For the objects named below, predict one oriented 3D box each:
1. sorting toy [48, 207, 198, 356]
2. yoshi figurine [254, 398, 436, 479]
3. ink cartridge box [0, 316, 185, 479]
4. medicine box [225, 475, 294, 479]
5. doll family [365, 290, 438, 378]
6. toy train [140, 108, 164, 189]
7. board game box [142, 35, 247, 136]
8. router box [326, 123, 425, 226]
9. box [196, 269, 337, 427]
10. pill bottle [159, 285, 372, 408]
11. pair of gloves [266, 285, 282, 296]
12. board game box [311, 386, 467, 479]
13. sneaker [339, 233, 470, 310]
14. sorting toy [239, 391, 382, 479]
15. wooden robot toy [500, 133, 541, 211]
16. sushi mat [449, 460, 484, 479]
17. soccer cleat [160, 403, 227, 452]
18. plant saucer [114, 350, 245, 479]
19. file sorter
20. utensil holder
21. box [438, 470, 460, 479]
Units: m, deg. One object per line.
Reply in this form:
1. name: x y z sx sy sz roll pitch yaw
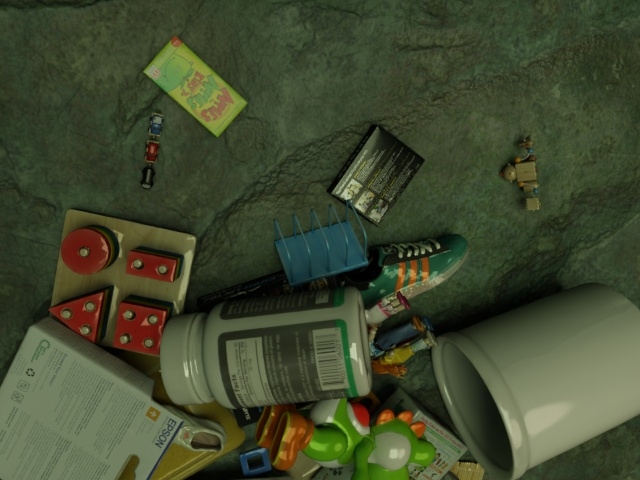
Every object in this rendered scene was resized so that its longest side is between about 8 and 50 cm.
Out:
1. sorting toy: -0.392 0.091 1.113 0.256 0.089 0.256 12 98 -2
2. yoshi figurine: 0.055 0.430 1.139 0.363 0.203 0.203 17 136 -22
3. ink cartridge box: -0.457 0.361 1.093 0.330 0.071 0.324 32 103 -1
4. medicine box: -0.188 0.677 1.254 0.264 0.149 0.289 2 113 -14
5. doll family: 0.148 0.219 1.230 0.163 0.118 0.263 -29 144 14
6. toy train: -0.330 -0.177 1.130 0.027 0.036 0.158 9 99 -15
7. board game box: -0.241 -0.296 1.123 0.181 0.043 0.092 41 90 -17
8. router box: 0.119 -0.139 1.240 0.133 0.046 0.178 34 92 -17
9. box: -0.082 0.219 1.252 0.294 0.073 0.295 -19 104 -9
10. pill bottle: -0.095 0.203 1.077 0.362 0.204 0.204 -7 104 8
11. pair of gloves: -0.080 0.139 1.198 0.083 0.010 0.074 30 90 -18
12. board game box: 0.162 0.520 1.337 0.303 0.097 0.224 -47 122 1
13. sneaker: 0.181 0.051 1.262 0.302 0.108 0.121 -30 111 -5
14. sorting toy: -0.016 0.453 1.332 0.348 0.047 0.195 -28 111 -7
15. wooden robot toy: 0.454 -0.151 1.321 0.079 0.076 0.173 -6 106 24
16. sushi mat: 0.322 0.706 1.476 0.152 0.019 0.316 8 99 -14
17. soccer cleat: -0.280 0.376 1.152 0.197 0.076 0.068 17 97 -16
18. plant saucer: -0.373 0.404 1.218 0.333 0.081 0.332 -30 107 -6
19. file sorter: 0.000 0.000 1.183 0.171 0.118 0.104 -16 145 -10
20. utensil holder: 0.494 0.298 1.281 0.386 0.327 0.327 -19 105 -12
21. box: 0.292 0.609 1.387 0.087 0.102 0.101 40 89 -15
